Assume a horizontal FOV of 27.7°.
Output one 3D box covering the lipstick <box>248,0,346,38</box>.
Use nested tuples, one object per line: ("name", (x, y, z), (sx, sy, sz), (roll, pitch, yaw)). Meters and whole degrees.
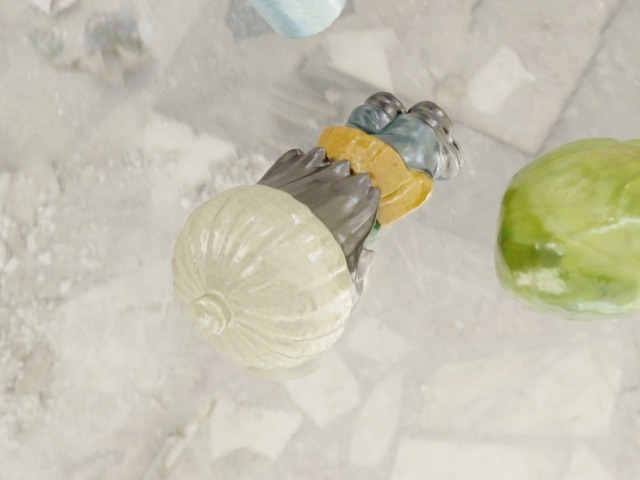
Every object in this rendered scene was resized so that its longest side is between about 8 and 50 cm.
("lipstick", (-0.063, -0.218, 0.760), (0.068, 0.061, 0.274), (-65, 148, -15))

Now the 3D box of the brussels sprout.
("brussels sprout", (0.264, -0.010, 1.210), (0.223, 0.223, 0.161), (-27, 104, 1))

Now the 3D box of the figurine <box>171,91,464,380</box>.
("figurine", (-0.005, -0.025, 1.237), (0.332, 0.185, 0.204), (-58, 141, -20))
